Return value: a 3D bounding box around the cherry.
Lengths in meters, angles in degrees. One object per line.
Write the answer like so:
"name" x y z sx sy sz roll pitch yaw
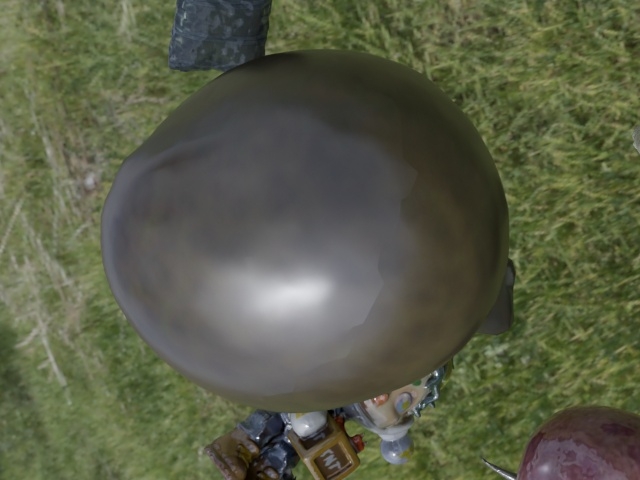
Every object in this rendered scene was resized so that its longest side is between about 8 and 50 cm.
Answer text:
"cherry" 0.328 0.308 1.036 0.285 0.213 0.236 13 159 13

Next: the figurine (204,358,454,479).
"figurine" 0.029 0.215 1.215 0.186 0.382 0.261 33 155 52

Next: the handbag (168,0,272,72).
"handbag" -0.088 -0.268 0.782 0.270 0.088 0.175 107 161 -54

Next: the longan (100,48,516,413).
"longan" 0.000 0.000 0.620 0.300 0.300 0.243 -16 58 58

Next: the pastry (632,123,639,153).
"pastry" 0.449 -0.101 1.026 0.166 0.166 0.088 49 120 28
